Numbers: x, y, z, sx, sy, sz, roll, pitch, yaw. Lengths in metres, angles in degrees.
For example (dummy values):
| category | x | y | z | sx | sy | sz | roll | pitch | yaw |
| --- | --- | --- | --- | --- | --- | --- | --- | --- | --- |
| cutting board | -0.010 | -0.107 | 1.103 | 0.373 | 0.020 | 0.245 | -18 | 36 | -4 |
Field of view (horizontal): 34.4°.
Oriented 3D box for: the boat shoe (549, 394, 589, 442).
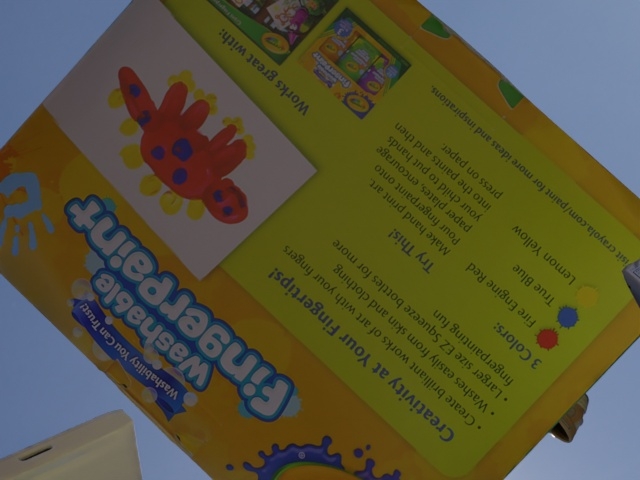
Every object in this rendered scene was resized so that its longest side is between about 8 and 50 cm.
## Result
| category | x | y | z | sx | sy | sz | roll | pitch | yaw |
| --- | --- | --- | --- | --- | --- | --- | --- | --- | --- |
| boat shoe | 0.229 | 0.170 | 1.197 | 0.190 | 0.068 | 0.072 | 32 | -122 | -11 |

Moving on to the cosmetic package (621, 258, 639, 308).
| category | x | y | z | sx | sy | sz | roll | pitch | yaw |
| --- | --- | --- | --- | --- | --- | --- | --- | --- | --- |
| cosmetic package | 0.257 | 0.111 | 0.572 | 0.239 | 0.060 | 0.099 | 56 | -174 | -19 |

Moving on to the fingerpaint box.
| category | x | y | z | sx | sy | sz | roll | pitch | yaw |
| --- | --- | --- | --- | --- | --- | --- | --- | --- | --- |
| fingerpaint box | 0.000 | 0.000 | 0.830 | 0.445 | 0.371 | 0.163 | 42 | -177 | 6 |

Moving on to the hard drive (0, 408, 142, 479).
| category | x | y | z | sx | sy | sz | roll | pitch | yaw |
| --- | --- | --- | --- | --- | --- | --- | --- | --- | --- |
| hard drive | -0.273 | 0.350 | 1.096 | 0.203 | 0.307 | 0.040 | -21 | -149 | -32 |
